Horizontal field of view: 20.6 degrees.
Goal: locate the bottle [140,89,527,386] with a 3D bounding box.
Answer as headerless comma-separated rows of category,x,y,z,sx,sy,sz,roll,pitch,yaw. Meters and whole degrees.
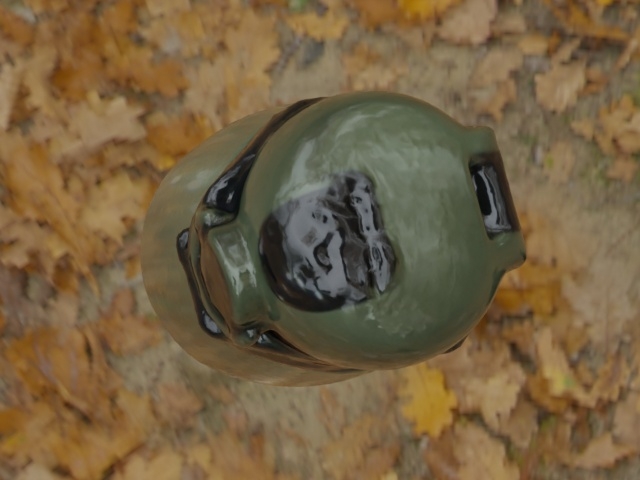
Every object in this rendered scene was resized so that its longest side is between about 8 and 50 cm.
bottle,-0.002,0.001,0.961,0.168,0.347,0.168,1,87,-11
